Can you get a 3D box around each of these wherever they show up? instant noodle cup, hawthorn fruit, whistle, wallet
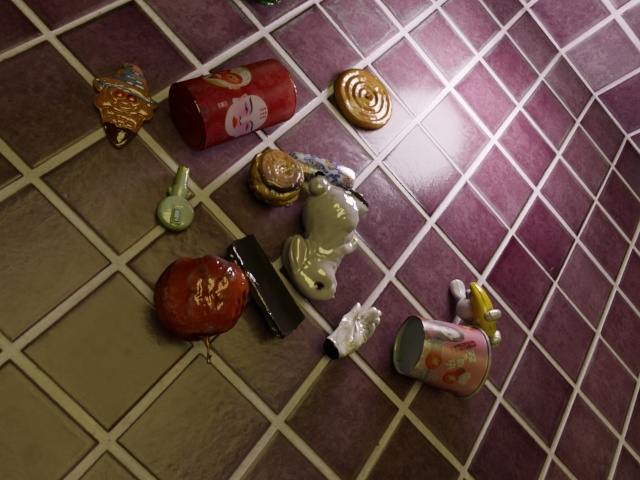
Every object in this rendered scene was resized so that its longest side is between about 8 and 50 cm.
[{"bbox_3d":[0.378,0.361,1.507,0.231,0.243,0.243,19,66,-15],"label":"instant noodle cup"},{"bbox_3d":[-0.301,0.175,1.202,0.241,0.242,0.272,5,71,-26],"label":"hawthorn fruit"},{"bbox_3d":[-0.404,-0.121,1.344,0.104,0.057,0.198,15,69,-24],"label":"whistle"},{"bbox_3d":[-0.159,0.130,1.367,0.310,0.042,0.165,59,25,-2],"label":"wallet"}]

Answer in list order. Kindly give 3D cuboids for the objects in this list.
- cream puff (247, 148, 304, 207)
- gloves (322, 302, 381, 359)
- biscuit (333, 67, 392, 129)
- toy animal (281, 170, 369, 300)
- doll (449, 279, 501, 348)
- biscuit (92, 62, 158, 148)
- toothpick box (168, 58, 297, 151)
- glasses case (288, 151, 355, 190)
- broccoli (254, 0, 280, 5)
[{"bbox_3d":[-0.139,-0.186,1.465,0.189,0.129,0.189,10,62,-20],"label":"cream puff"},{"bbox_3d":[0.100,0.278,1.461,0.229,0.097,0.119,-31,94,-27],"label":"gloves"},{"bbox_3d":[0.169,-0.546,1.799,0.261,0.037,0.262,8,71,-26],"label":"biscuit"},{"bbox_3d":[0.000,0.000,1.458,0.257,0.194,0.357,33,69,-26],"label":"toy animal"},{"bbox_3d":[0.540,0.255,1.634,0.111,0.252,0.237,-15,90,-7],"label":"doll"},{"bbox_3d":[-0.568,-0.396,1.363,0.183,0.043,0.280,10,66,-21],"label":"biscuit"},{"bbox_3d":[-0.261,-0.416,1.432,0.333,0.204,0.204,-29,88,-31],"label":"toothpick box"},{"bbox_3d":[0.003,-0.231,1.591,0.247,0.065,0.087,12,72,-25],"label":"glasses case"},{"bbox_3d":[-0.195,-0.923,1.667,0.195,0.156,0.195,-2,57,3],"label":"broccoli"}]
